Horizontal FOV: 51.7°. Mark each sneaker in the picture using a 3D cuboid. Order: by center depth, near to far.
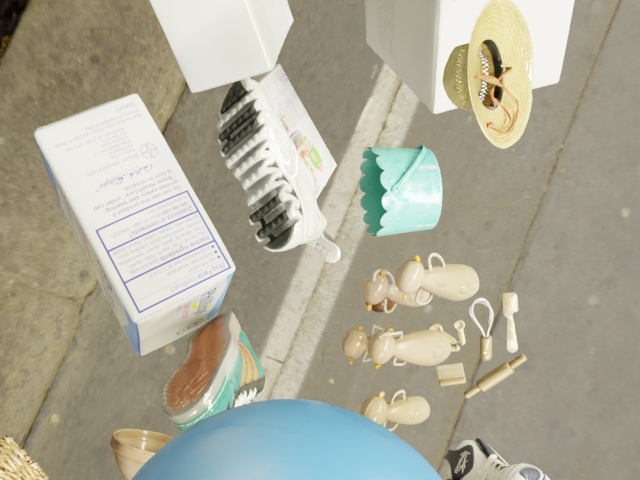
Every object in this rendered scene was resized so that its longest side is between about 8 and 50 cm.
[{"bbox_3d":[-0.128,0.194,0.901,0.108,0.302,0.121,-32,100,6],"label":"sneaker"},{"bbox_3d":[0.230,0.333,0.917,0.153,0.235,0.094,31,77,34],"label":"sneaker"},{"bbox_3d":[-0.077,-0.123,1.062,0.118,0.110,0.292,-8,76,-49],"label":"sneaker"},{"bbox_3d":[0.000,0.000,1.695,0.061,0.065,0.158,-41,69,10],"label":"sneaker"}]

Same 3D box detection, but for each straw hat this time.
[{"bbox_3d":[0.157,-0.165,0.665,0.144,0.061,0.145,-8,101,-46],"label":"straw hat"}]

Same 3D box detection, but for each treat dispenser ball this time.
[{"bbox_3d":[-0.025,0.263,0.478,0.288,0.288,0.288,0,89,-13],"label":"treat dispenser ball"}]

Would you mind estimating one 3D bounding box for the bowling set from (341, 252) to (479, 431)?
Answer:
[{"bbox_3d":[0.094,0.133,1.019,0.154,0.200,0.287,9,103,-38],"label":"bowling set"}]

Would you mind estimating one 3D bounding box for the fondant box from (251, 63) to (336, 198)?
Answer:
[{"bbox_3d":[-0.099,-0.273,1.759,0.096,0.238,0.330,-21,112,28],"label":"fondant box"}]

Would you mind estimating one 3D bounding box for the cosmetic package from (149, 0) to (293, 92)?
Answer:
[{"bbox_3d":[-0.151,-0.375,0.971,0.138,0.225,0.224,-13,122,14],"label":"cosmetic package"}]

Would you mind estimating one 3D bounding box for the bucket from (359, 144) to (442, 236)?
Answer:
[{"bbox_3d":[0.231,-0.148,1.936,0.183,0.281,0.281,-4,90,-10],"label":"bucket"}]

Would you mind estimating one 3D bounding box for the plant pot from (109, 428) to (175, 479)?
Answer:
[{"bbox_3d":[-0.460,0.598,1.791,0.237,0.237,0.110,16,84,-12],"label":"plant pot"}]

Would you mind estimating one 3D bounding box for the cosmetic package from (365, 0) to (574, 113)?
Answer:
[{"bbox_3d":[0.317,-0.552,1.498,0.329,0.394,0.327,-16,134,-12],"label":"cosmetic package"}]

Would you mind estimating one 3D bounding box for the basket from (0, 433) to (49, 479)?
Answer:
[{"bbox_3d":[-0.861,0.677,1.673,0.299,0.223,0.213,-35,98,32],"label":"basket"}]

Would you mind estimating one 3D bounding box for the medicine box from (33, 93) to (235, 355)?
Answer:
[{"bbox_3d":[-0.264,-0.010,0.954,0.149,0.263,0.289,-26,79,-21],"label":"medicine box"}]

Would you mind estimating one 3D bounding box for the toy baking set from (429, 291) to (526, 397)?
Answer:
[{"bbox_3d":[0.347,0.231,1.441,0.256,0.030,0.197,-35,102,17],"label":"toy baking set"}]
